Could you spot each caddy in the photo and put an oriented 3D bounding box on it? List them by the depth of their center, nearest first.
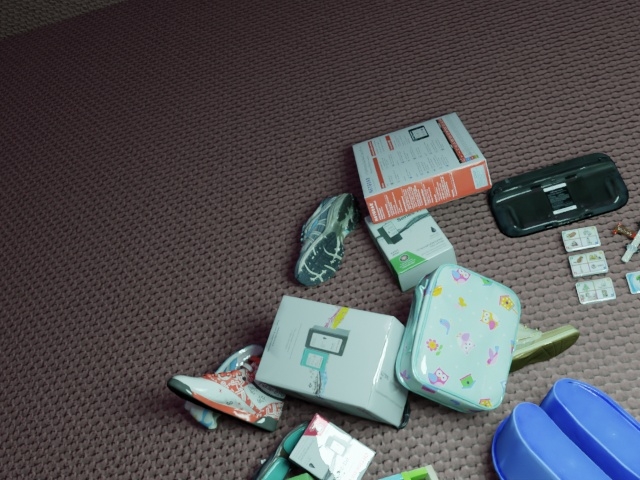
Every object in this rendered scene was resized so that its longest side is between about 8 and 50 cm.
[{"bbox_3d":[0.479,0.425,1.283,0.241,0.179,0.341,-20,46,-27],"label":"caddy"}]

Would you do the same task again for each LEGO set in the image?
[{"bbox_3d":[0.692,0.044,1.583,0.244,0.060,0.182,-12,64,12],"label":"LEGO set"}]

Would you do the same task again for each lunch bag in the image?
[{"bbox_3d":[0.278,0.194,1.427,0.224,0.108,0.279,22,65,-7],"label":"lunch bag"}]

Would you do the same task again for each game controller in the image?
[{"bbox_3d":[0.583,-0.111,1.722,0.319,0.067,0.166,-16,66,8],"label":"game controller"}]

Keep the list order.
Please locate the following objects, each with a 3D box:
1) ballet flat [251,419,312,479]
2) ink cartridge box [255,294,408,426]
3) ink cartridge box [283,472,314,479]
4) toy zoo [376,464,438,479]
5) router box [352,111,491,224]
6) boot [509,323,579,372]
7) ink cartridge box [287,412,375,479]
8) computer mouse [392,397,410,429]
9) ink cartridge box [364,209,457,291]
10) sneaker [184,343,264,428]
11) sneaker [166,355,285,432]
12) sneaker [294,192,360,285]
[{"bbox_3d":[-0.076,0.464,1.512,0.074,0.074,0.203,31,68,34],"label":"ballet flat"},{"bbox_3d":[0.045,0.260,1.506,0.270,0.198,0.197,8,70,30],"label":"ink cartridge box"},{"bbox_3d":[-0.075,0.630,1.358,0.201,0.117,0.278,-20,50,5],"label":"ink cartridge box"},{"bbox_3d":[0.121,0.553,1.325,0.293,0.030,0.192,-9,47,-20],"label":"toy zoo"},{"bbox_3d":[0.248,-0.196,1.804,0.301,0.082,0.335,-17,29,7],"label":"router box"},{"bbox_3d":[0.436,0.190,1.530,0.213,0.077,0.165,-23,49,8],"label":"boot"},{"bbox_3d":[0.024,0.449,1.455,0.150,0.063,0.109,32,69,7],"label":"ink cartridge box"},{"bbox_3d":[0.142,0.310,1.569,0.071,0.041,0.242,-24,51,0],"label":"computer mouse"},{"bbox_3d":[0.221,0.001,1.739,0.153,0.087,0.208,-27,50,-2],"label":"ink cartridge box"},{"bbox_3d":[-0.209,0.342,1.651,0.092,0.087,0.229,40,75,19],"label":"sneaker"},{"bbox_3d":[-0.199,0.316,1.566,0.090,0.270,0.145,-27,39,62],"label":"sneaker"},{"bbox_3d":[0.000,0.000,1.827,0.122,0.110,0.283,3,52,43],"label":"sneaker"}]
